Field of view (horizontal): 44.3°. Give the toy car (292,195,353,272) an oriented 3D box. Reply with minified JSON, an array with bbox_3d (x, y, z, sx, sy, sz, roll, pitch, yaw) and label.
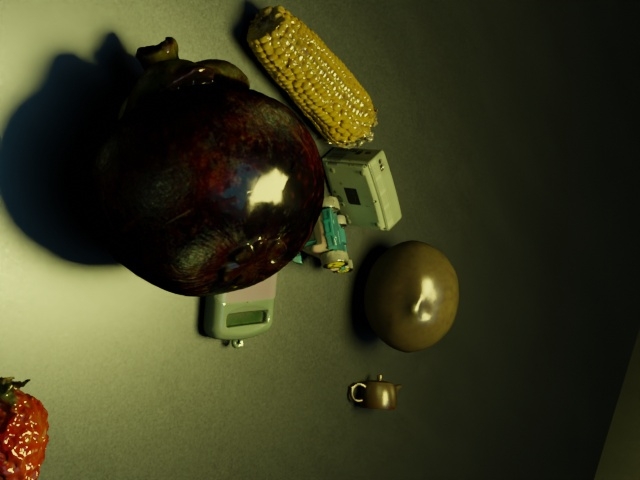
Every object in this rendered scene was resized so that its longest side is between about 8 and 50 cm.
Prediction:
[{"bbox_3d":[0.000,0.000,1.414,0.161,0.098,0.126,60,22,-74],"label":"toy car"}]

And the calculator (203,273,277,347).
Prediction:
[{"bbox_3d":[-0.126,0.056,1.287,0.141,0.045,0.246,1,97,-50],"label":"calculator"}]

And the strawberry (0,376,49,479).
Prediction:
[{"bbox_3d":[-0.398,0.280,0.922,0.175,0.106,0.236,0,113,-64],"label":"strawberry"}]

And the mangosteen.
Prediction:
[{"bbox_3d":[-0.154,-0.080,1.049,0.330,0.330,0.330,-12,106,-49],"label":"mangosteen"}]

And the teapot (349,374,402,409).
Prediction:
[{"bbox_3d":[0.112,0.308,1.605,0.121,0.076,0.068,8,79,-21],"label":"teapot"}]

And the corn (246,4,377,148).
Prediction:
[{"bbox_3d":[-0.005,-0.269,1.326,0.318,0.115,0.115,43,64,-46],"label":"corn"}]

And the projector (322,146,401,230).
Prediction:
[{"bbox_3d":[0.074,-0.094,1.444,0.061,0.115,0.147,-42,127,-35],"label":"projector"}]

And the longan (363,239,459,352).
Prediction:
[{"bbox_3d":[0.179,0.111,1.555,0.196,0.196,0.220,13,78,-51],"label":"longan"}]
